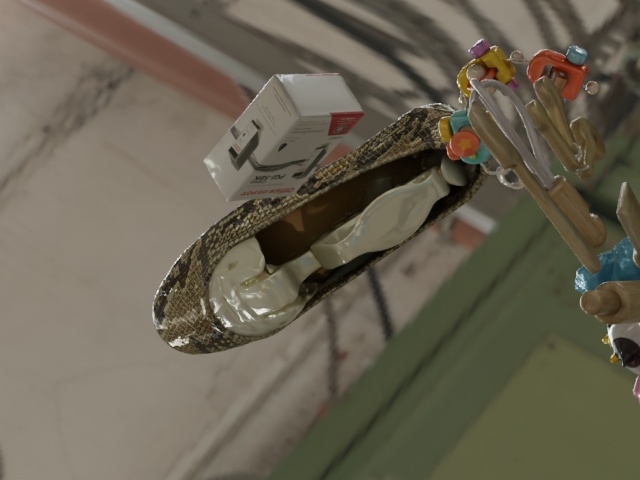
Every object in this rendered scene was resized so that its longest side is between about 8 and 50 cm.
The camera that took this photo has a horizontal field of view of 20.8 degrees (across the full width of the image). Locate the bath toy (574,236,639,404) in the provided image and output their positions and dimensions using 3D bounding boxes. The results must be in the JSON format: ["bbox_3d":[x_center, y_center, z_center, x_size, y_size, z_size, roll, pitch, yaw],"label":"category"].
[{"bbox_3d":[0.393,0.144,1.915,0.129,0.348,0.151,-9,-46,-11],"label":"bath toy"}]

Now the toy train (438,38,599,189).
[{"bbox_3d":[0.179,-0.120,1.649,0.166,0.125,0.046,-64,-4,33],"label":"toy train"}]

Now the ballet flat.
[{"bbox_3d":[0.000,0.000,2.139,0.483,0.182,0.164,-33,-70,3],"label":"ballet flat"}]

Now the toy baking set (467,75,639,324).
[{"bbox_3d":[0.172,-0.027,1.217,0.030,0.196,0.256,-33,-12,25],"label":"toy baking set"}]

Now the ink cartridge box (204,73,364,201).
[{"bbox_3d":[-0.037,-0.102,1.740,0.099,0.056,0.135,-7,-32,-46],"label":"ink cartridge box"}]
